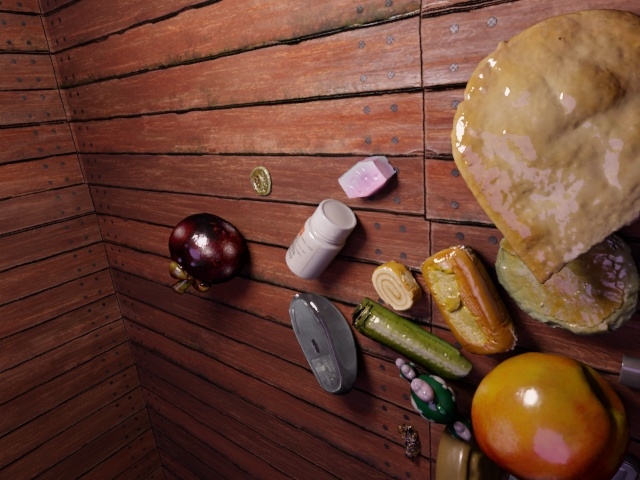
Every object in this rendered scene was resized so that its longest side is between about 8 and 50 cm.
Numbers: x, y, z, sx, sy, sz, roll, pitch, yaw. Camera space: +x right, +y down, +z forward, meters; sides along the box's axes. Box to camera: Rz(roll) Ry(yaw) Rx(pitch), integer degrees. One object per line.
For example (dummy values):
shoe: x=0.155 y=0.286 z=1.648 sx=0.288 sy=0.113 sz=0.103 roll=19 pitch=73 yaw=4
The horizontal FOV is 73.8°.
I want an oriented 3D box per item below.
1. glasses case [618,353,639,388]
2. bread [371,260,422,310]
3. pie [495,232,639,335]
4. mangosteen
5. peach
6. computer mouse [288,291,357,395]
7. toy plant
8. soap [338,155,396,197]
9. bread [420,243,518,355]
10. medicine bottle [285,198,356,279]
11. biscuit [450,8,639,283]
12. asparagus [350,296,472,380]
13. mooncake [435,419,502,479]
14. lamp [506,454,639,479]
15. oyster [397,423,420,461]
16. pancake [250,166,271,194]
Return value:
glasses case: x=0.752 y=0.301 z=0.907 sx=0.191 sy=0.042 sz=0.071 roll=6 pitch=119 yaw=38
bread: x=0.224 y=0.134 z=1.255 sx=0.149 sy=0.073 sz=0.122 roll=57 pitch=138 yaw=9
pie: x=0.538 y=0.069 z=0.951 sx=0.307 sy=0.071 sz=0.306 roll=21 pitch=122 yaw=38
mangosteen: x=-0.435 y=0.041 z=1.607 sx=0.297 sy=0.293 sz=0.296 roll=26 pitch=133 yaw=32
peach: x=0.508 y=0.414 z=0.979 sx=0.332 sy=0.308 sz=0.307 roll=-40 pitch=80 yaw=34
computer mouse: x=0.018 y=0.348 z=1.480 sx=0.203 sy=0.114 sz=0.373 roll=-31 pitch=79 yaw=45
toy plant: x=0.310 y=0.436 z=1.179 sx=0.232 sy=0.112 sz=0.243 roll=45 pitch=179 yaw=-17
soap: x=0.134 y=-0.177 z=1.208 sx=0.149 sy=0.056 sz=0.100 roll=-35 pitch=87 yaw=43
bread: x=0.382 y=0.148 z=1.097 sx=0.153 sy=0.119 sz=0.288 roll=-29 pitch=88 yaw=39
medicine bottle: x=0.000 y=0.000 z=1.333 sx=0.144 sy=0.145 sz=0.252 roll=49 pitch=133 yaw=13
biscuit: x=0.481 y=-0.205 z=0.802 sx=0.429 sy=0.104 sz=0.446 roll=-36 pitch=84 yaw=24
asparagus: x=0.261 y=0.297 z=1.264 sx=0.382 sy=0.108 sz=0.128 roll=27 pitch=144 yaw=26
mooncake: x=0.418 y=0.638 z=1.194 sx=0.117 sy=0.235 sz=0.234 roll=-11 pitch=100 yaw=43
lamp: x=0.646 y=0.614 z=1.115 sx=0.267 sy=0.047 sz=0.268 roll=18 pitch=118 yaw=34
oyster: x=0.303 y=0.679 z=1.436 sx=0.086 sy=0.029 sz=0.132 roll=-38 pitch=81 yaw=42
pancake: x=-0.209 y=-0.208 z=1.504 sx=0.108 sy=0.017 sz=0.107 roll=18 pitch=118 yaw=38
